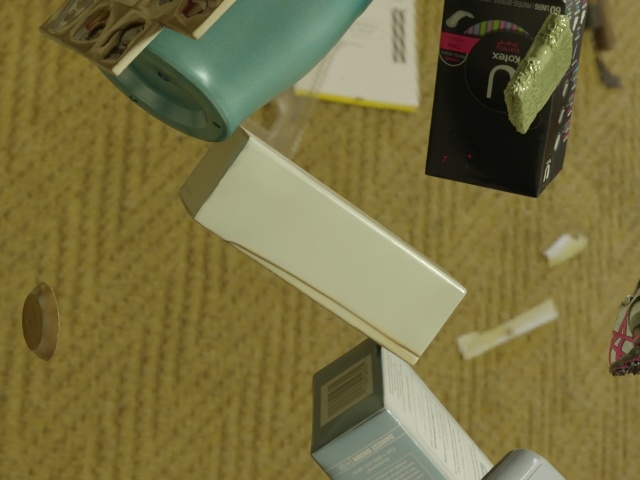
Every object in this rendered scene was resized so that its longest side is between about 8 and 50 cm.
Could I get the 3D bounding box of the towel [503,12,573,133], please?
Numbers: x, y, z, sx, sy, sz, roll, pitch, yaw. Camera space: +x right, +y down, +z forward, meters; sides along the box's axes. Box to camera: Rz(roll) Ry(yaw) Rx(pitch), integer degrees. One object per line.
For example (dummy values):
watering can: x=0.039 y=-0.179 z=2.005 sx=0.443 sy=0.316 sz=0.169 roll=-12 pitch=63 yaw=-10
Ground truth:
towel: x=0.234 y=-0.178 z=1.370 sx=0.027 sy=0.148 sz=0.110 roll=32 pitch=88 yaw=15

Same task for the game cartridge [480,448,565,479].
game cartridge: x=0.059 y=0.277 z=0.909 sx=0.060 sy=0.294 sz=0.196 roll=43 pitch=35 yaw=18

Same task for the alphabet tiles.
alphabet tiles: x=-0.096 y=-0.285 z=1.117 sx=0.342 sy=0.285 sz=0.011 roll=-47 pitch=128 yaw=-9

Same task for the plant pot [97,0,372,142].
plant pot: x=-0.102 y=-0.252 z=1.327 sx=0.271 sy=0.271 sz=0.255 roll=41 pitch=73 yaw=-25

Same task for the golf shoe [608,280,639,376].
golf shoe: x=0.400 y=0.113 z=1.590 sx=0.067 sy=0.186 sz=0.086 roll=-4 pitch=65 yaw=-6

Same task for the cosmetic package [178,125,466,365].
cosmetic package: x=0.000 y=0.000 z=1.456 sx=0.309 sy=0.160 sz=0.113 roll=34 pitch=94 yaw=-16

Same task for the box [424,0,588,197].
box: x=0.250 y=-0.215 z=1.711 sx=0.143 sy=0.165 sz=0.270 roll=-40 pitch=138 yaw=-58

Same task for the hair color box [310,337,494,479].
hair color box: x=0.143 y=0.310 z=1.547 sx=0.374 sy=0.113 sz=0.185 roll=50 pitch=16 yaw=-18

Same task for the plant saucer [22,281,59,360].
plant saucer: x=-0.297 y=0.086 z=1.342 sx=0.015 sy=0.083 sz=0.083 roll=-1 pitch=85 yaw=-33

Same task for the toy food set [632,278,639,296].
toy food set: x=0.606 y=0.135 z=1.902 sx=0.306 sy=0.220 sz=0.092 roll=20 pitch=99 yaw=-59
